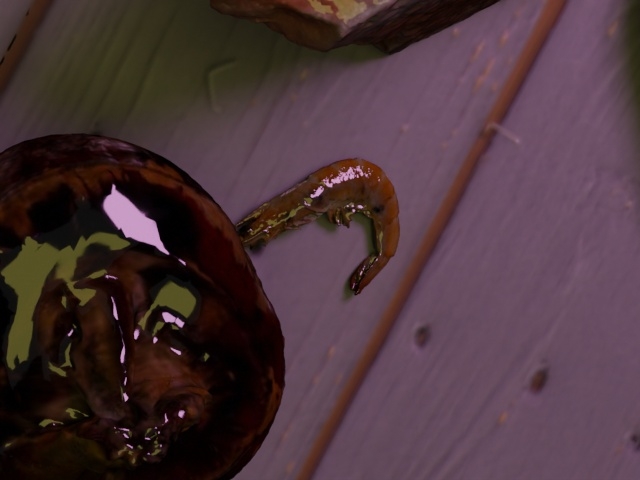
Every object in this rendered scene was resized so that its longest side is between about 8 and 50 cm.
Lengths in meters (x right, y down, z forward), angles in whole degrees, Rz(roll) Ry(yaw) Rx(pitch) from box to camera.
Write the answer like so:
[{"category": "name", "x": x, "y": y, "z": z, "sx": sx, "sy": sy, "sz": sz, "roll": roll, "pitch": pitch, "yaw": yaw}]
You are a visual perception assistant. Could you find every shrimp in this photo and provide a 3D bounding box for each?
[{"category": "shrimp", "x": 0.000, "y": 0.000, "z": 1.082, "sx": 0.114, "sy": 0.023, "sz": 0.083, "roll": -25, "pitch": 103, "yaw": -13}]

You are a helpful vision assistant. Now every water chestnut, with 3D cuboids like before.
[{"category": "water chestnut", "x": -0.123, "y": 0.058, "z": 0.959, "sx": 0.223, "sy": 0.238, "sz": 0.224, "roll": -5, "pitch": 102, "yaw": -21}]

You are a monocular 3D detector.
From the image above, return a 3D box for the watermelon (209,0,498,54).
[{"category": "watermelon", "x": 0.087, "y": -0.201, "z": 0.982, "sx": 0.302, "sy": 0.264, "sz": 0.151, "roll": -45, "pitch": 89, "yaw": 5}]
